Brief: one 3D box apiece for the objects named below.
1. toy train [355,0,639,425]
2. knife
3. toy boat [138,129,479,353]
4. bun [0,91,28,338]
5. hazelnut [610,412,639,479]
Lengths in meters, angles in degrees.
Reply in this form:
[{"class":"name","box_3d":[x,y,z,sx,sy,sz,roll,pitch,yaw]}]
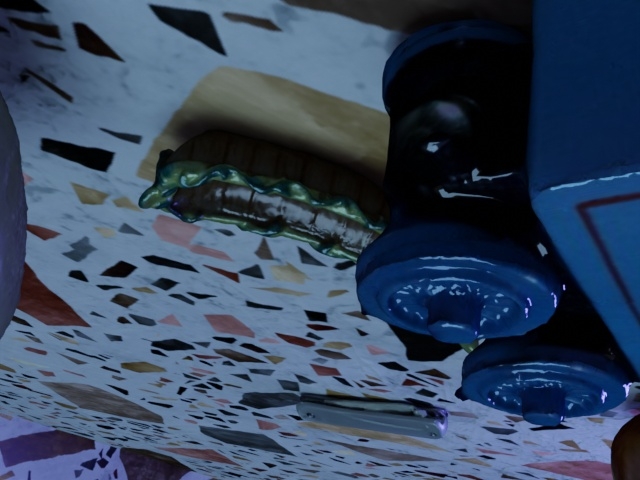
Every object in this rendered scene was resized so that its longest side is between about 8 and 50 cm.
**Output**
[{"class":"toy train","box_3d":[0.174,-0.013,0.449,0.265,0.188,0.300,-10,145,32]},{"class":"knife","box_3d":[0.081,0.287,1.327,0.266,0.040,0.073,0,142,26]},{"class":"toy boat","box_3d":[0.006,-0.008,0.642,0.293,0.099,0.108,24,156,-6]},{"class":"bun","box_3d":[-0.365,-0.046,0.547,0.365,0.219,0.365,2,122,3]},{"class":"hazelnut","box_3d":[0.462,0.325,0.962,0.241,0.261,0.261,-4,174,-45]}]
